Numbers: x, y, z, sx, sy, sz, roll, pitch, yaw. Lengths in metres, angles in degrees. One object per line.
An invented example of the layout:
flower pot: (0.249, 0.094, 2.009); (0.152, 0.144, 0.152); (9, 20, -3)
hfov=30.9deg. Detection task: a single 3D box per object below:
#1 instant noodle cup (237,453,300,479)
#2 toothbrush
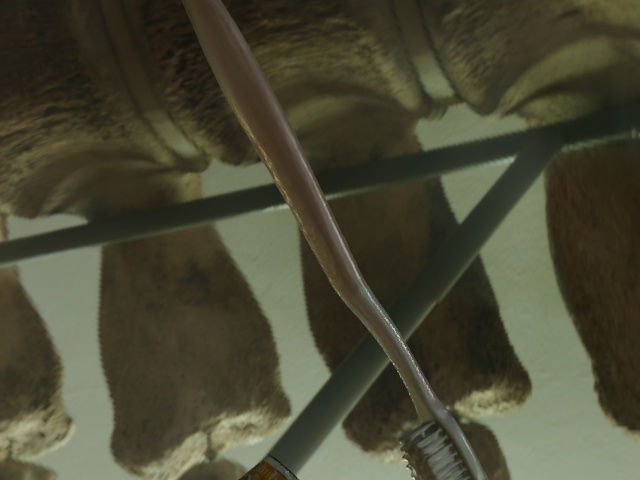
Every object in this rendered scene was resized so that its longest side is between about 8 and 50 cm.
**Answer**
instant noodle cup: (-0.074, 0.315, 1.130); (0.168, 0.168, 0.185); (45, -103, -2)
toothbrush: (0.000, 0.000, 0.560); (0.025, 0.030, 0.307); (-33, -96, 54)
